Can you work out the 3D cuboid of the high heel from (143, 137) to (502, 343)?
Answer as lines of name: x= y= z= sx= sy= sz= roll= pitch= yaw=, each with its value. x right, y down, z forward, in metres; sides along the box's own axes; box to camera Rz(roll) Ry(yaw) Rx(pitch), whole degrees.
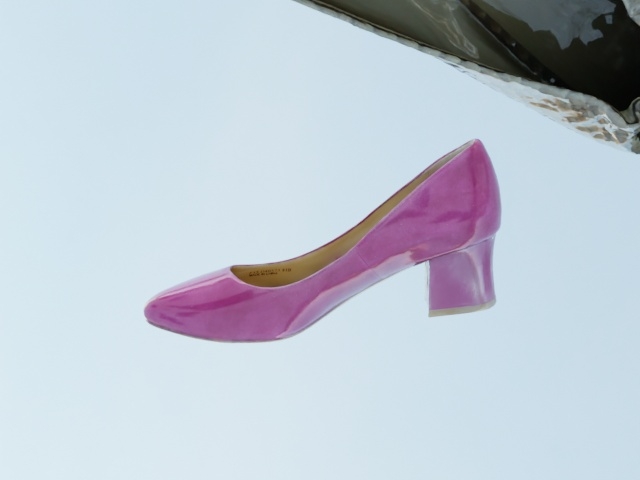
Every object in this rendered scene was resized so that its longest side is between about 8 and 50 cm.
high heel: x=0.000 y=0.000 z=1.139 sx=0.082 sy=0.244 sz=0.117 roll=-91 pitch=175 yaw=-72

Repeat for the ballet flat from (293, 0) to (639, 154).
ballet flat: x=0.033 y=-0.089 z=0.520 sx=0.084 sy=0.250 sz=0.058 roll=-57 pitch=-156 yaw=17
